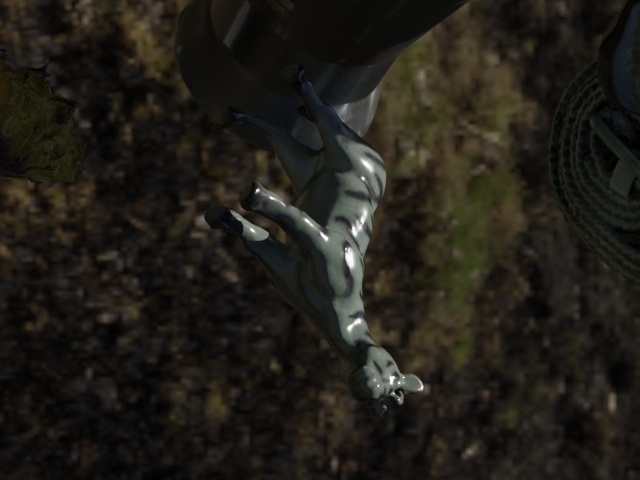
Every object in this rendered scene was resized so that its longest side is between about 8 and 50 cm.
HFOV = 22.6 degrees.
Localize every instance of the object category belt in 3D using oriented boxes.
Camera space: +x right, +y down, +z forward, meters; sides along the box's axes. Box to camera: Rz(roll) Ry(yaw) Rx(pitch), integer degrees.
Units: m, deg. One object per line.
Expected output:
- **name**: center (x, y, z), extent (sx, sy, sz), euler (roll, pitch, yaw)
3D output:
- **belt**: center (0.346, -0.060, 1.565), extent (0.160, 0.207, 0.295), euler (7, 38, -37)

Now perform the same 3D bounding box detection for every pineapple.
- **pineapple**: center (-0.266, -0.095, 1.381), extent (0.116, 0.069, 0.137), euler (-44, 124, -29)

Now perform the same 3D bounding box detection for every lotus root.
- **lotus root**: center (0.318, -0.176, 1.277), extent (0.183, 0.203, 0.078), euler (17, 52, -16)

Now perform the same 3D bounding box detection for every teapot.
- **teapot**: center (0.015, -0.262, 1.307), extent (0.253, 0.344, 0.300), euler (-23, 69, -41)

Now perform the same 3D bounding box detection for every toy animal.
- **toy animal**: center (-0.011, -0.002, 1.172), extent (0.170, 0.090, 0.255), euler (24, 55, -46)
